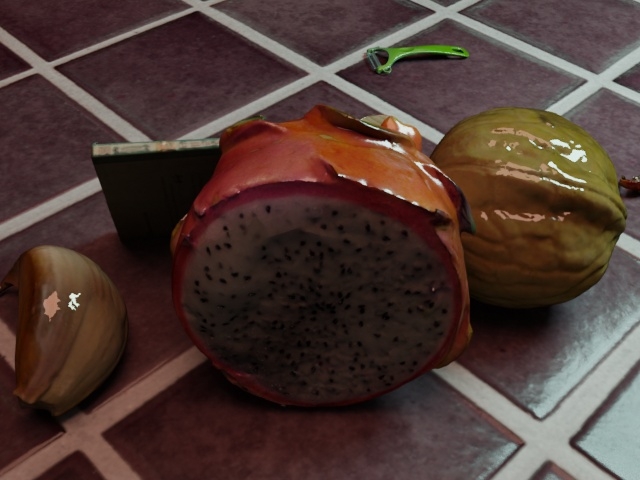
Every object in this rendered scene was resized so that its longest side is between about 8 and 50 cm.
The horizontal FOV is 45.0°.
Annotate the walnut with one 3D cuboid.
[{"bbox_3d":[0.214,-0.035,0.835,0.228,0.228,0.228,1,43,-1],"label":"walnut"}]

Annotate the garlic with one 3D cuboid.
[{"bbox_3d":[-0.254,0.070,0.783,0.115,0.128,0.206,6,30,-31],"label":"garlic"}]

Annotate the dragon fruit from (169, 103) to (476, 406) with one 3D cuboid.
[{"bbox_3d":[0.000,0.000,0.736,0.291,0.290,0.189,1,37,-1],"label":"dragon fruit"}]

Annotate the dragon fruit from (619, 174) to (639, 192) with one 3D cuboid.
[{"bbox_3d":[0.484,-0.094,0.991,0.191,0.094,0.094,1,42,16],"label":"dragon fruit"}]

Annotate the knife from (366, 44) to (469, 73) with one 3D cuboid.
[{"bbox_3d":[0.160,-0.298,1.242,0.166,0.022,0.078,-8,49,-9],"label":"knife"}]

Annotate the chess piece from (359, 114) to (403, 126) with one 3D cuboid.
[{"bbox_3d":[0.081,-0.135,1.053,0.084,0.038,0.083,2,45,-2],"label":"chess piece"}]

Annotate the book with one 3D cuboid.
[{"bbox_3d":[-0.093,-0.057,0.849,0.283,0.215,0.025,-3,68,-9],"label":"book"}]
